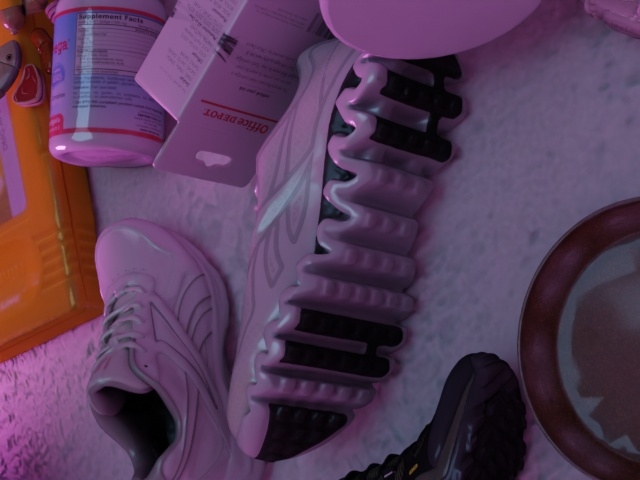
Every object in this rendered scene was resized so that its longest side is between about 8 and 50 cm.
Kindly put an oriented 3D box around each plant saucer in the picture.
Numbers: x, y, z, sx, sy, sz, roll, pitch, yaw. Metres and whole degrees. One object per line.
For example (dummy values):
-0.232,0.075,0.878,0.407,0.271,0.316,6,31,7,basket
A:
0.191,0.059,0.738,0.168,0.029,0.168,-7,79,37,plant saucer

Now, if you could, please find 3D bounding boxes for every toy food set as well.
-0.231,-0.160,1.050,0.078,0.019,0.122,10,80,19,toy food set

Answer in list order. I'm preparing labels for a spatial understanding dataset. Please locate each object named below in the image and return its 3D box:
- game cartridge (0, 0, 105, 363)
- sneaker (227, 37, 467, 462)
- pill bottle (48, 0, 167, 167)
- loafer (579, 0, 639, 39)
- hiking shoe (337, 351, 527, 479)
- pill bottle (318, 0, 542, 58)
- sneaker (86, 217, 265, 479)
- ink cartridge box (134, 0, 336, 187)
-0.317,-0.046,1.134,0.285,0.053,0.323,-25,68,33,game cartridge
0.000,0.000,0.857,0.118,0.110,0.292,15,85,46,sneaker
-0.161,-0.140,1.002,0.087,0.087,0.160,-5,80,37,pill bottle
0.228,-0.262,0.702,0.111,0.112,0.319,37,107,26,loafer
0.044,0.164,0.801,0.114,0.086,0.227,26,101,34,hiking shoe
0.046,-0.263,0.788,0.160,0.160,0.283,-26,59,32,pill bottle
-0.120,0.079,0.921,0.090,0.115,0.232,-38,62,27,sneaker
-0.055,-0.131,0.907,0.060,0.104,0.180,44,110,33,ink cartridge box
